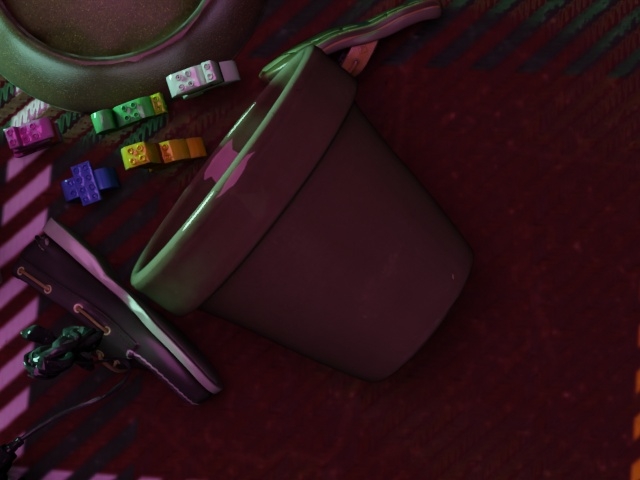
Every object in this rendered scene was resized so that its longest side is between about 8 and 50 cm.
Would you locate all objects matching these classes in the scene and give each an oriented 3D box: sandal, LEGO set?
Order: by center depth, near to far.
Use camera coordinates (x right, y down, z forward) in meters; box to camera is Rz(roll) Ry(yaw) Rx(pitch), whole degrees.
[{"bbox_3d":[-0.180,-0.090,1.738,0.227,0.093,0.087,-19,87,12],"label":"LEGO set"},{"bbox_3d":[0.031,-0.174,1.765,0.180,0.072,0.049,-20,101,-2],"label":"sandal"}]

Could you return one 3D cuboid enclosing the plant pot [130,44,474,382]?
[{"bbox_3d":[0.000,0.000,1.667,0.229,0.263,0.263,38,87,-9],"label":"plant pot"}]

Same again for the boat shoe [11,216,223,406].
[{"bbox_3d":[-0.184,0.077,1.739,0.228,0.081,0.069,43,90,17],"label":"boat shoe"}]

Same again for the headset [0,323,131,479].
[{"bbox_3d":[-0.257,0.263,1.662,0.243,0.185,0.394,17,95,8],"label":"headset"}]

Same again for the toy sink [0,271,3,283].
[{"bbox_3d":[-0.403,-0.051,1.752,0.152,0.131,0.234,-19,85,2],"label":"toy sink"}]

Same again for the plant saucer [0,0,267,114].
[{"bbox_3d":[-0.199,-0.274,1.807,0.310,0.050,0.311,-1,81,6],"label":"plant saucer"}]
